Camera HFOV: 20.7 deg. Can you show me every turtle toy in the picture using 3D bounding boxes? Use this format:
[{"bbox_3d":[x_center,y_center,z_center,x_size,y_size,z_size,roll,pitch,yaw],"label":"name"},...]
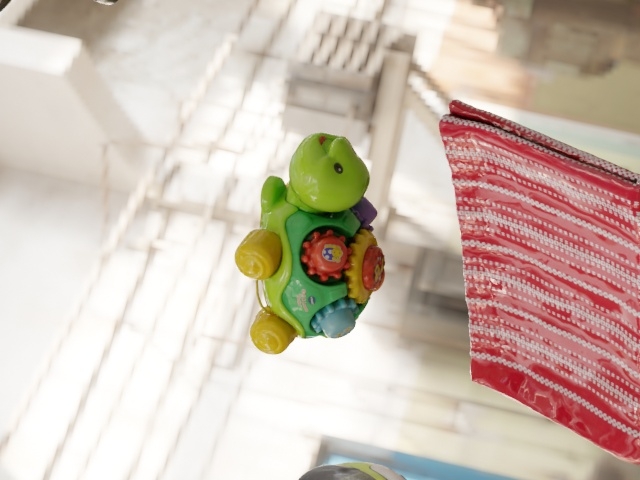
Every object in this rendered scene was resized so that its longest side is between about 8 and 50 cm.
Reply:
[{"bbox_3d":[0.000,0.000,0.963,0.095,0.066,0.130,-55,-36,-51],"label":"turtle toy"}]

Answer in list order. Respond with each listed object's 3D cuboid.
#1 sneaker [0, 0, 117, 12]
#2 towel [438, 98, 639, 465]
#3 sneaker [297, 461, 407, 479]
[{"bbox_3d":[-0.195,-0.226,1.316,0.104,0.147,0.296,-51,23,23],"label":"sneaker"},{"bbox_3d":[0.178,0.038,1.350,0.031,0.199,0.275,-35,-48,-30],"label":"towel"},{"bbox_3d":[0.018,0.235,1.154,0.300,0.121,0.111,-130,45,-65],"label":"sneaker"}]
